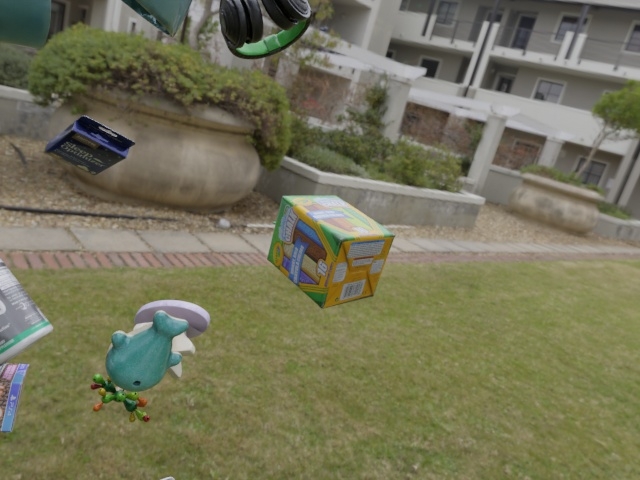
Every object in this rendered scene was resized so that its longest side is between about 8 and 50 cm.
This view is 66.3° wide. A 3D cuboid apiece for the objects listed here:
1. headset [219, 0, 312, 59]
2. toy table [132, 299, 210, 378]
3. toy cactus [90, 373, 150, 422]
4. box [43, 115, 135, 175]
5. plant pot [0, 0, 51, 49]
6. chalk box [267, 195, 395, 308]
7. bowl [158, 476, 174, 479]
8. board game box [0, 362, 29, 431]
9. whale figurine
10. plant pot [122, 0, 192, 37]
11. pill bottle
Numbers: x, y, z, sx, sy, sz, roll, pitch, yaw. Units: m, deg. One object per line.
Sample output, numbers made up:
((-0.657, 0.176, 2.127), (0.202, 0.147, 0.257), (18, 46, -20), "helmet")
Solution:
((-0.156, -0.611, 1.248), (0.243, 0.185, 0.394), (-23, -4, -1), "headset")
((-0.507, 0.313, 1.600), (0.274, 0.252, 0.161), (-19, 35, 25), "toy table")
((-0.651, 0.512, 1.582), (0.219, 0.112, 0.180), (36, -22, -17), "toy cactus")
((-0.573, -0.228, 1.212), (0.225, 0.037, 0.136), (-14, -31, 41), "box")
((-0.813, -0.622, 1.167), (0.235, 0.293, 0.293), (-11, 30, -43), "plant pot")
((0.000, 0.000, 1.180), (0.180, 0.179, 0.289), (-7, 33, -41), "chalk box")
((-0.342, 0.562, 0.980), (0.053, 0.142, 0.142), (-11, -8, 15), "bowl")
((-1.043, 0.448, 1.440), (0.291, 0.141, 0.232), (12, -4, -26), "board game box")
((-0.487, 0.320, 1.385), (0.216, 0.272, 0.141), (34, 22, -32), "whale figurine")
((-0.283, -0.476, 0.712), (0.290, 0.195, 0.290), (37, 5, -4), "plant pot")
((-0.965, 0.174, 1.402), (0.361, 0.204, 0.204), (55, 14, -6), "pill bottle")
